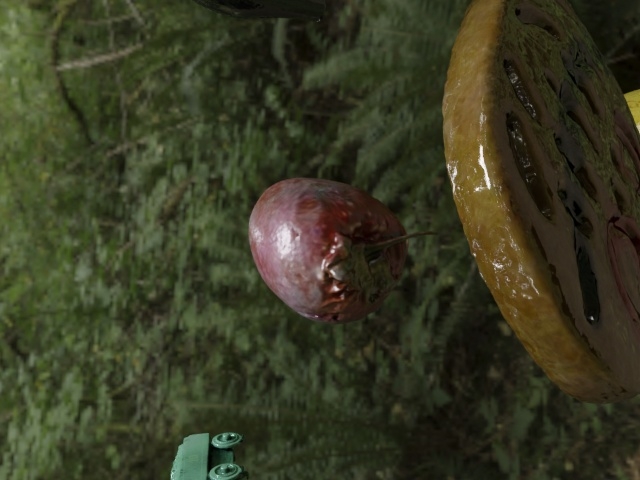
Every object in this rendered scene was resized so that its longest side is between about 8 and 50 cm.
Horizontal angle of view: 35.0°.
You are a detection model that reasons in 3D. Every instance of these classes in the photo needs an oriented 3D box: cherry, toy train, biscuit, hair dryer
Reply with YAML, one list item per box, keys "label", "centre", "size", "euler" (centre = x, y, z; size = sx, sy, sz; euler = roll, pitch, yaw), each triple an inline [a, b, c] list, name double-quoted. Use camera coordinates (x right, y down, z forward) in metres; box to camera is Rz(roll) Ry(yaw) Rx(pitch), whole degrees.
- label: "cherry"
  centre: [0.000, 0.000, 1.316]
  size: [0.250, 0.192, 0.175]
  euler: [39, 148, 38]
- label: "toy train"
  centre: [-0.142, 0.300, 1.294]
  size: [0.172, 0.100, 0.070]
  euler: [-106, 11, -74]
- label: "biscuit"
  centre: [0.198, -0.038, 0.749]
  size: [0.063, 0.314, 0.367]
  euler: [-24, 27, 31]
- label: "hair dryer"
  centre: [-0.101, -0.387, 1.390]
  size: [0.075, 0.196, 0.219]
  euler: [123, 144, -45]

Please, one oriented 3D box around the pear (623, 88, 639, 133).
- label: "pear"
  centre: [0.515, -0.060, 1.490]
  size: [0.348, 0.349, 0.348]
  euler: [-176, 90, -71]
